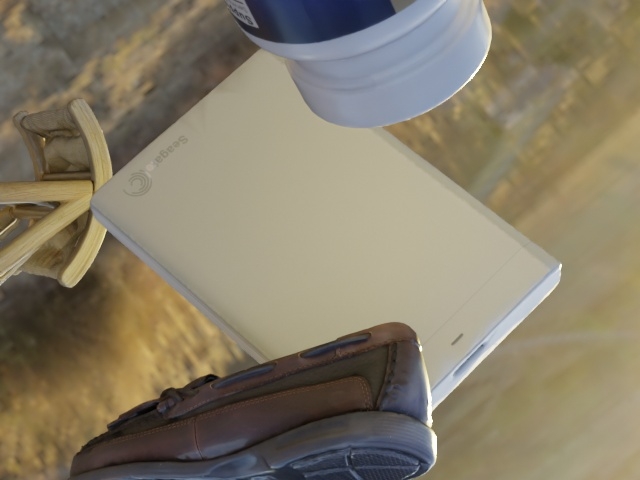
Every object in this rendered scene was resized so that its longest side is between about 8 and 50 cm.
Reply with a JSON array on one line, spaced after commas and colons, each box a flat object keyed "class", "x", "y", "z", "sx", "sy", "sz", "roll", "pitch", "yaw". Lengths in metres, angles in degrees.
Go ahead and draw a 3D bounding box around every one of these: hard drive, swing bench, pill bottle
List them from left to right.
[{"class": "swing bench", "x": -0.327, "y": -0.013, "z": 1.487, "sx": 0.255, "sy": 0.165, "sz": 0.253, "roll": -21, "pitch": -171, "yaw": -19}, {"class": "pill bottle", "x": -0.002, "y": -0.198, "z": 0.913, "sx": 0.153, "sy": 0.153, "sz": 0.264, "roll": -36, "pitch": 131, "yaw": -7}, {"class": "hard drive", "x": 0.000, "y": 0.000, "z": 1.240, "sx": 0.203, "sy": 0.307, "sz": 0.040, "roll": -43, "pitch": 156, "yaw": -17}]

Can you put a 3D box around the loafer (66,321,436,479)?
[{"class": "loafer", "x": -0.049, "y": 0.128, "z": 1.108, "sx": 0.303, "sy": 0.095, "sz": 0.109, "roll": -15, "pitch": 148, "yaw": 36}]
